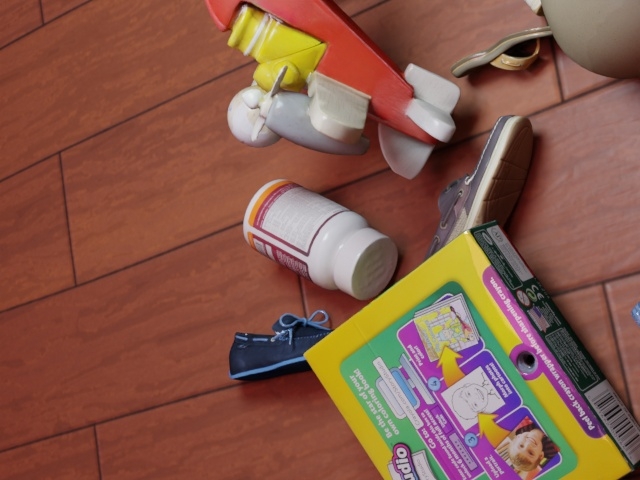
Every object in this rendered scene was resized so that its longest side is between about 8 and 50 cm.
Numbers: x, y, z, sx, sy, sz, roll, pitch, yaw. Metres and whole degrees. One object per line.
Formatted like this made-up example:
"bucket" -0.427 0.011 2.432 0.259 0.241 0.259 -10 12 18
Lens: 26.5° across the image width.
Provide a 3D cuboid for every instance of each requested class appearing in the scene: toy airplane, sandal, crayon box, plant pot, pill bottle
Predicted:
"toy airplane" 0.000 -0.215 1.864 0.272 0.386 0.384 -42 62 12
"sandal" 0.259 -0.251 1.862 0.180 0.072 0.049 -22 88 37
"crayon box" 0.200 0.211 1.788 0.313 0.106 0.363 -40 77 30
"plant pot" 0.380 -0.311 1.667 0.284 0.284 0.191 54 146 29
"pill bottle" 0.000 0.000 2.007 0.221 0.121 0.121 28 103 37

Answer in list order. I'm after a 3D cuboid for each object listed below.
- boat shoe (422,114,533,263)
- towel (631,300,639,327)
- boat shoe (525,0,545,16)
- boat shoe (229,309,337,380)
"boat shoe" 0.205 -0.044 1.862 0.092 0.103 0.285 27 108 32
"towel" 0.449 0.079 1.698 0.119 0.029 0.067 -43 61 28
"boat shoe" 0.325 -0.383 1.822 0.059 0.063 0.170 48 115 25
"boat shoe" -0.050 0.151 2.044 0.258 0.109 0.089 -14 74 35
